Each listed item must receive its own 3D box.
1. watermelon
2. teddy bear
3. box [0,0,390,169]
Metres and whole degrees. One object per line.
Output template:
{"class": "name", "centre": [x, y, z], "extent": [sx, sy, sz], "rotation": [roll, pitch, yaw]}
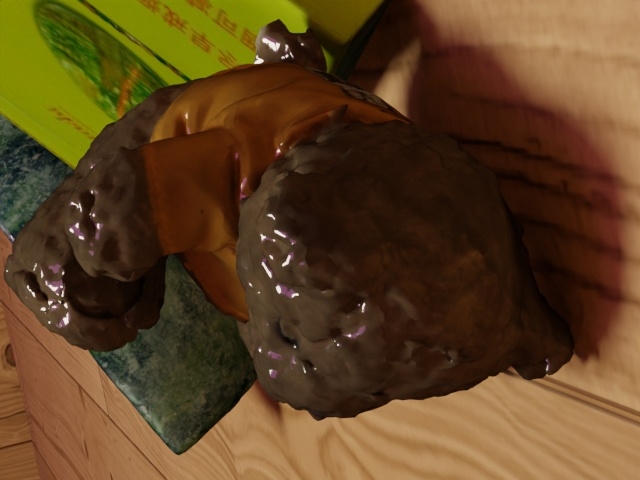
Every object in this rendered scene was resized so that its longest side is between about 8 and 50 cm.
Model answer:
{"class": "watermelon", "centre": [-0.118, -0.004, 1.117], "extent": [0.318, 0.148, 0.226], "rotation": [51, 171, 30]}
{"class": "teddy bear", "centre": [0.000, 0.000, 0.607], "extent": [0.190, 0.177, 0.140], "rotation": [27, 95, 55]}
{"class": "box", "centre": [-0.083, -0.094, 0.811], "extent": [0.187, 0.047, 0.335], "rotation": [37, 159, 1]}
